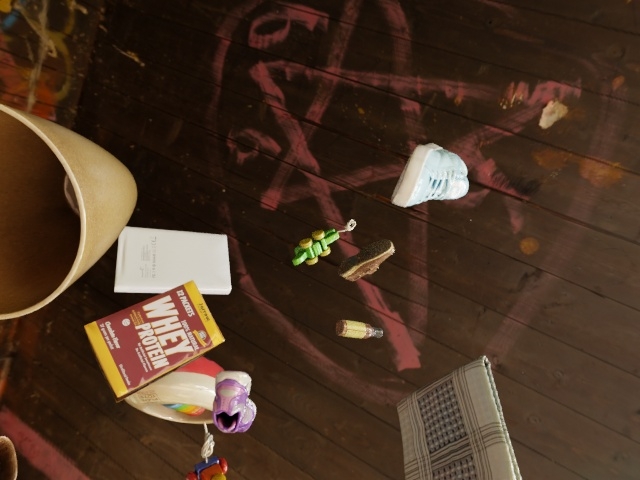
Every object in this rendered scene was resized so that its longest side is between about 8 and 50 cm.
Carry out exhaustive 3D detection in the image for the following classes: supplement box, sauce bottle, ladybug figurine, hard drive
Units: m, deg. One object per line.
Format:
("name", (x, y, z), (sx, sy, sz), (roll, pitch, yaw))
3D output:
("supplement box", (-0.315, 0.193, 0.768), (0.129, 0.192, 0.194), (60, -34, 8))
("sauce bottle", (0.100, 0.228, 1.031), (0.042, 0.128, 0.042), (-37, -135, 48))
("ladybug figurine", (-0.423, 0.458, 1.278), (0.306, 0.449, 0.161), (-8, -125, 10))
("hard drive", (-0.427, 0.060, 1.195), (0.040, 0.308, 0.202), (-53, -140, 45))

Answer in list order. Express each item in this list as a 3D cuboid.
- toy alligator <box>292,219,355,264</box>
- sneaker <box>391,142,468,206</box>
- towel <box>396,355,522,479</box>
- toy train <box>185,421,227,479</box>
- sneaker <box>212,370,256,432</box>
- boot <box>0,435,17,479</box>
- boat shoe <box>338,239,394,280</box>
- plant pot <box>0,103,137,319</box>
("toy alligator", (0.000, 0.000, 0.955), (0.051, 0.190, 0.056), (18, -45, 50))
("sneaker", (0.292, -0.157, 1.004), (0.150, 0.366, 0.135), (27, -55, 16))
("towel", (0.286, 0.463, 0.914), (0.056, 0.324, 0.312), (27, -51, -22))
("toy train", (-0.259, 0.603, 1.021), (0.144, 0.105, 0.247), (4, -84, 45))
("sneaker", (-0.209, 0.405, 0.953), (0.095, 0.104, 0.236), (2, -47, 0))
("boot", (-0.523, 0.334, 0.538), (0.220, 0.109, 0.283), (-43, -140, -7))
("boat shoe", (0.134, 0.058, 1.131), (0.178, 0.064, 0.060), (-33, -57, 26))
("plant pot", (-0.357, -0.056, 0.541), (0.238, 0.254, 0.236), (0, -77, 2))
